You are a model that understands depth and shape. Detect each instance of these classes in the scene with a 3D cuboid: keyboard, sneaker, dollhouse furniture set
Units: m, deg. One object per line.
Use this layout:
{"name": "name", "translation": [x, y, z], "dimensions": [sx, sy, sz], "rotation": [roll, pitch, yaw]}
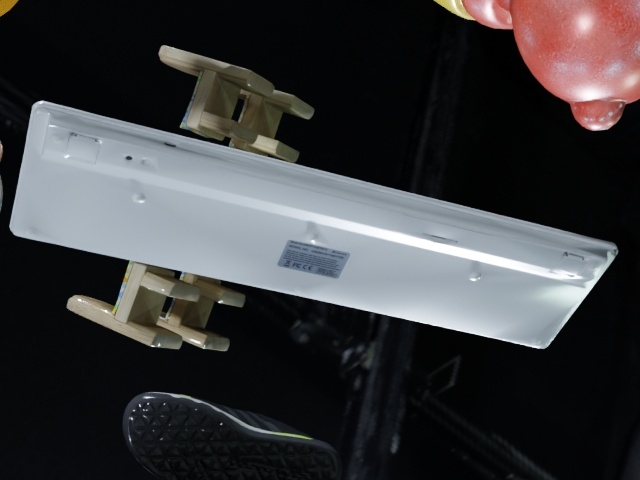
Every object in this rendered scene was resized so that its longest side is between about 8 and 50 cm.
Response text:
{"name": "keyboard", "translation": [0.000, 0.000, 0.450], "dimensions": [0.255, 0.072, 0.014], "rotation": [13, -132, -14]}
{"name": "sneaker", "translation": [-0.091, 0.209, 1.045], "dimensions": [0.234, 0.097, 0.084], "rotation": [22, -92, -17]}
{"name": "dollhouse furniture set", "translation": [-0.112, -0.034, 0.878], "dimensions": [0.161, 0.212, 0.242], "rotation": [20, 180, 24]}

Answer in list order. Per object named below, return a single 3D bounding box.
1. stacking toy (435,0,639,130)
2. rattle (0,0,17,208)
{"name": "stacking toy", "translation": [0.226, -0.203, 0.511], "dimensions": [0.279, 0.309, 0.130], "rotation": [-16, -119, -38]}
{"name": "rattle", "translation": [-0.207, -0.096, 0.668], "dimensions": [0.199, 0.130, 0.142], "rotation": [34, -152, 33]}
